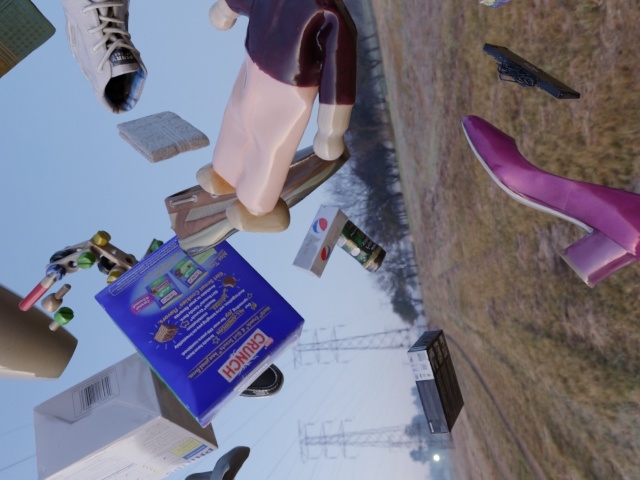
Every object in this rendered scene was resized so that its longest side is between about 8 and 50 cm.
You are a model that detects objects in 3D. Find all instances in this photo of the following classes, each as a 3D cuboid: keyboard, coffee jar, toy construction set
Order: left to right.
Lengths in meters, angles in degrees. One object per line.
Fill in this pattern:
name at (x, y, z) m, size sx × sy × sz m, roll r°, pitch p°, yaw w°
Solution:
toy construction set at (-0.501, 0.063, 1.162) m, size 0.257 × 0.237 × 0.309 m, roll 52°, pitch -159°, yaw 3°
coffee jar at (0.131, 0.021, 1.639) m, size 0.184 × 0.079 × 0.096 m, roll 40°, pitch -147°, yaw -3°
keyboard at (0.351, -0.289, 0.870) m, size 0.192 × 0.100 × 0.038 m, roll 55°, pitch 135°, yaw 38°

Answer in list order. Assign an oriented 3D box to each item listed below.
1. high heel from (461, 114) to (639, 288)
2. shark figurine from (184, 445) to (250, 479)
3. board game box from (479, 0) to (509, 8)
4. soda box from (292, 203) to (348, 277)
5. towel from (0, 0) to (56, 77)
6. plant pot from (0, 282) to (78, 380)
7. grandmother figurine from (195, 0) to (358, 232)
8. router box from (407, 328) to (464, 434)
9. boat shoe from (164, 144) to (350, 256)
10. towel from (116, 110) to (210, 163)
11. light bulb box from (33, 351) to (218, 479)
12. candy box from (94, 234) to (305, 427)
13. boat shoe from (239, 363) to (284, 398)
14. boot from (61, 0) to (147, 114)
high heel at (0.412, -0.115, 0.845) m, size 0.377 × 0.181 × 0.127 m, roll 54°, pitch -158°, yaw 14°
shark figurine at (-0.198, 0.556, 1.093) m, size 0.116 × 0.166 × 0.278 m, roll -68°, pitch 29°, yaw 24°
board game box at (0.404, -0.571, 1.005) m, size 0.170 × 0.048 × 0.141 m, roll -154°, pitch 75°, yaw -72°
soda box at (0.000, 0.000, 1.521) m, size 0.069 × 0.074 × 0.216 m, roll 42°, pitch -111°, yaw -52°
towel at (-0.853, -0.485, 1.186) m, size 0.370 × 0.040 × 0.271 m, roll -50°, pitch -19°, yaw -13°
plant pot at (-0.832, 0.276, 1.369) m, size 0.274 × 0.256 × 0.256 m, roll 31°, pitch -140°, yaw -26°
grandmother figurine at (-0.033, -0.167, 0.454) m, size 0.104 × 0.208 × 0.342 m, roll -34°, pitch -18°, yaw -44°
router box at (0.245, 0.293, 1.046) m, size 0.133 × 0.046 × 0.178 m, roll -19°, pitch -87°, yaw -60°
boat shoe at (-0.114, -0.087, 0.772) m, size 0.119 × 0.324 × 0.122 m, roll 60°, pitch -161°, yaw -12°
towel at (-0.480, -0.314, 1.501) m, size 0.282 × 0.187 × 0.049 m, roll 38°, pitch 143°, yaw 40°
light bulb box at (-0.550, 0.549, 1.446) m, size 0.225 × 0.358 × 0.361 m, roll 60°, pitch 176°, yaw 37°
candy box at (-0.234, 0.155, 0.993) m, size 0.317 × 0.268 × 0.122 m, roll 43°, pitch 158°, yaw 17°
boat shoe at (-0.237, 0.301, 1.201) m, size 0.091 × 0.303 × 0.114 m, roll 90°, pitch -167°, yaw -63°
boot at (-0.239, -0.252, 0.571) m, size 0.123 × 0.095 × 0.258 m, roll 62°, pitch 156°, yaw 5°
